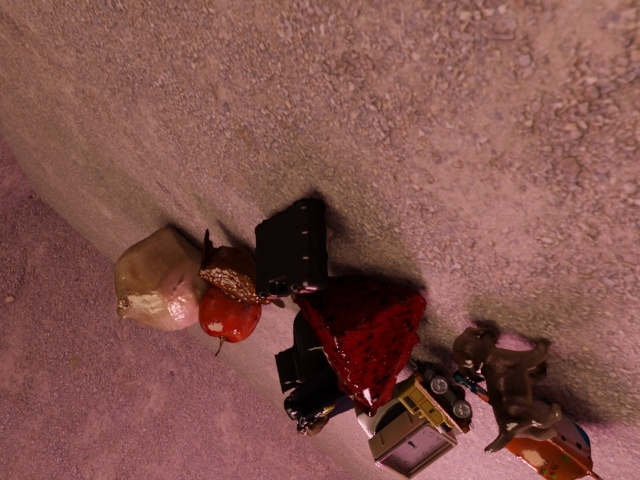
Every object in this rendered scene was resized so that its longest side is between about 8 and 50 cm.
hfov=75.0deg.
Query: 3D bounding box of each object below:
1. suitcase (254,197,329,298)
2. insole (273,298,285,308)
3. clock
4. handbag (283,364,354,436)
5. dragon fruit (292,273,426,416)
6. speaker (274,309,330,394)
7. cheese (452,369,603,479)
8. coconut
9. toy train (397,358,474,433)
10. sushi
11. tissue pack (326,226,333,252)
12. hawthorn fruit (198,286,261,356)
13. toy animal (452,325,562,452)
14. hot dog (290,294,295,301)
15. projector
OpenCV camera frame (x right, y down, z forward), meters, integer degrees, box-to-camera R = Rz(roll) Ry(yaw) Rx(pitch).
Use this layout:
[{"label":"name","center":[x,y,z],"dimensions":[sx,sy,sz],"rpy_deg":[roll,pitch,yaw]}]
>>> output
[{"label":"suitcase","center":[-0.077,0.029,0.989],"dimensions":[0.066,0.207,0.285],"rpy_deg":[5,166,-30]},{"label":"insole","center":[-0.258,0.144,1.524],"dimensions":[0.327,0.007,0.111],"rpy_deg":[36,151,10]},{"label":"clock","center":[0.242,0.532,1.100],"dimensions":[0.147,0.192,0.071],"rpy_deg":[41,-166,-25]},{"label":"handbag","center":[0.053,0.445,1.217],"dimensions":[0.122,0.329,0.303],"rpy_deg":[55,159,27]},{"label":"dragon fruit","center":[0.110,0.229,1.031],"dimensions":[0.286,0.227,0.330],"rpy_deg":[32,148,58]},{"label":"speaker","center":[-0.044,0.338,1.292],"dimensions":[0.388,0.184,0.180],"rpy_deg":[96,159,-55]},{"label":"cheese","center":[0.435,0.395,0.905],"dimensions":[0.329,0.129,0.217],"rpy_deg":[32,172,44]},{"label":"coconut","center":[-0.620,0.173,1.629],"dimensions":[0.404,0.405,0.405],"rpy_deg":[29,148,20]},{"label":"toy train","center":[0.277,0.384,1.009],"dimensions":[0.219,0.127,0.089],"rpy_deg":[47,-166,0]},{"label":"sushi","center":[-0.268,0.102,1.350],"dimensions":[0.296,0.179,0.167],"rpy_deg":[27,127,-6]},{"label":"tissue pack","center":[0.000,0.000,1.012],"dimensions":[0.056,0.023,0.108],"rpy_deg":[34,149,13]},{"label":"hawthorn fruit","center":[-0.341,0.291,1.533],"dimensions":[0.241,0.272,0.242],"rpy_deg":[8,146,6]},{"label":"toy animal","center":[0.363,0.273,0.811],"dimensions":[0.168,0.233,0.121],"rpy_deg":[-17,140,10]},{"label":"hot dog","center":[0.008,0.159,1.145],"dimensions":[0.192,0.099,0.053],"rpy_deg":[23,175,22]},{"label":"projector","center":[0.255,0.488,1.167],"dimensions":[0.257,0.258,0.079],"rpy_deg":[60,-173,-29]}]
